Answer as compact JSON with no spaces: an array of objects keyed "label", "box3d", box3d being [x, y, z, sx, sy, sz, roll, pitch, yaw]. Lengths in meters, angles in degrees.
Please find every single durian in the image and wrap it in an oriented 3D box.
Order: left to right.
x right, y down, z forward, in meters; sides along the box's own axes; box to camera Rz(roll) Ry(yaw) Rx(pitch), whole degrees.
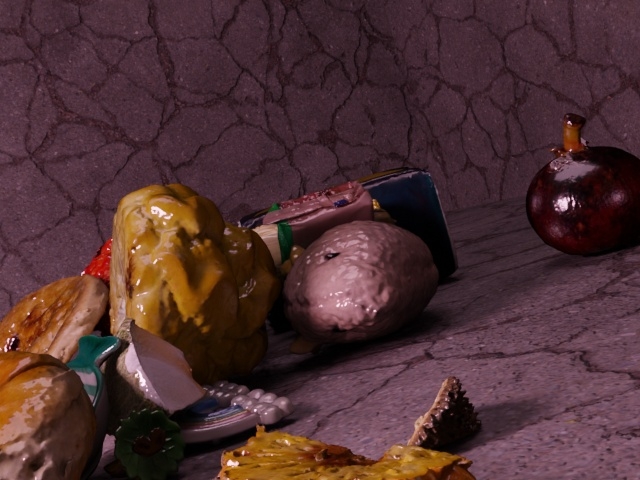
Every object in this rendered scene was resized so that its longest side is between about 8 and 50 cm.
[{"label":"durian","box3d":[0.105,0.156,0.783,0.066,0.052,0.130,-17,3,22]}]

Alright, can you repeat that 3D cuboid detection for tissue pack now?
[{"label":"tissue pack","box3d":[0.045,0.013,1.841,0.416,0.254,0.264,-18,3,-4]}]

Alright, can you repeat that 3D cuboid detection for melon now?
[{"label":"melon","box3d":[-0.219,0.161,1.055,0.093,0.140,0.202,-9,-4,-41]}]

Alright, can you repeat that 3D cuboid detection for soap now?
[{"label":"soap","box3d":[0.009,0.031,1.533,0.217,0.274,0.098,-15,41,-12]}]

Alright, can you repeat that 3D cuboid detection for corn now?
[{"label":"corn","box3d":[0.001,0.003,1.643,0.305,0.123,0.122,-16,4,-7]}]

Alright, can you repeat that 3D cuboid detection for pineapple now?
[{"label":"pineapple","box3d":[-0.012,0.186,0.604,0.135,0.080,0.233,-22,6,-41]}]

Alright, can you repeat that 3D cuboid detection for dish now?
[{"label":"dish","box3d":[-0.300,0.222,0.980,0.224,0.078,0.246,-3,40,43]}]

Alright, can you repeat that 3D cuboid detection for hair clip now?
[{"label":"hair clip","box3d":[-0.140,0.217,1.060,0.140,0.054,0.220,-17,8,-32]}]

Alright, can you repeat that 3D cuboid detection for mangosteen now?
[{"label":"mangosteen","box3d":[0.478,-0.104,1.582,0.235,0.262,0.235,-16,5,2]}]

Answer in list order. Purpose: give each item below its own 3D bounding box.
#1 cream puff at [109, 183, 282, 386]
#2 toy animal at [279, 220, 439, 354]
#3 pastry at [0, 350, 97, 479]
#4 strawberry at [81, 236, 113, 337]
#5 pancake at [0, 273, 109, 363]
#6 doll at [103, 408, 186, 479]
[{"label":"cream puff","box3d":[-0.173,0.079,1.265,0.257,0.325,0.291,-2,22,-24]},{"label":"toy animal","box3d":[0.061,0.066,1.372,0.226,0.189,0.358,-15,-4,27]},{"label":"pastry","box3d":[-0.337,0.204,0.839,0.257,0.121,0.236,-32,32,1]},{"label":"strawberry","box3d":[-0.258,0.079,1.515,0.288,0.239,0.250,-9,42,37]},{"label":"pancake","box3d":[-0.476,0.197,1.374,0.356,0.065,0.356,-36,29,24]},{"label":"doll","box3d":[-0.185,0.237,0.936,0.078,0.077,0.113,-27,-25,-28]}]
